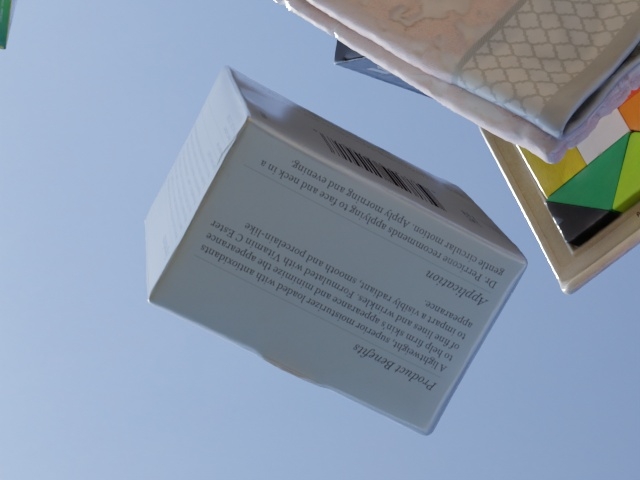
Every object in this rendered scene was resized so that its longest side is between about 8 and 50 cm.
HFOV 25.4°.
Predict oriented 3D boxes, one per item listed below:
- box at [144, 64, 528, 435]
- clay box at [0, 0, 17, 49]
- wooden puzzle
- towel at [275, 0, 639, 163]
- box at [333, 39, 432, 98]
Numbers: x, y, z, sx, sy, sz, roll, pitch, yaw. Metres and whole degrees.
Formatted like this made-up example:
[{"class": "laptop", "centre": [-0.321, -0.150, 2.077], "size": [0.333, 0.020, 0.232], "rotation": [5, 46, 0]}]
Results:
[{"class": "box", "centre": [0.000, 0.000, 0.839], "size": [0.119, 0.181, 0.182], "rotation": [-60, -165, 10]}, {"class": "clay box", "centre": [-0.259, -0.284, 1.171], "size": [0.053, 0.127, 0.222], "rotation": [10, -125, -11]}, {"class": "wooden puzzle", "centre": [0.259, -0.102, 1.309], "size": [0.221, 0.044, 0.238], "rotation": [-41, -130, 28]}, {"class": "towel", "centre": [0.155, -0.239, 1.082], "size": [0.317, 0.053, 0.332], "rotation": [35, -115, 27]}, {"class": "box", "centre": [0.124, -0.190, 1.294], "size": [0.156, 0.158, 0.093], "rotation": [-1, -103, 54]}]
